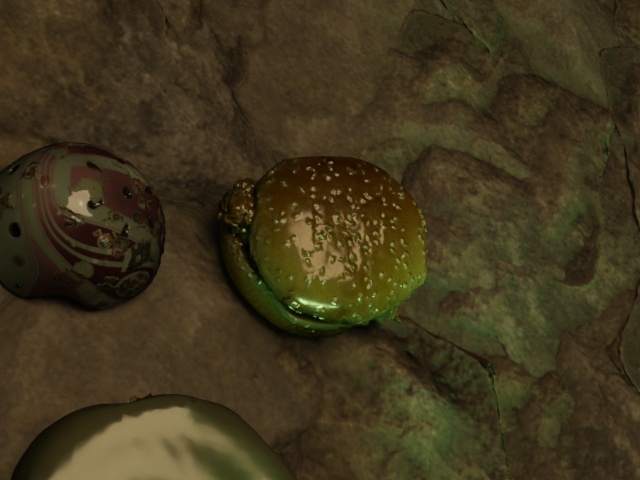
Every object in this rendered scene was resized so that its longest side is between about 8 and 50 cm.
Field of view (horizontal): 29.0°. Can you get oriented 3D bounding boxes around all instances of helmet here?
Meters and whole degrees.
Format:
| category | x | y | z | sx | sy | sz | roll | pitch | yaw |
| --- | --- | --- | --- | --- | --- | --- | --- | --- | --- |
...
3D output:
| category | x | y | z | sx | sy | sz | roll | pitch | yaw |
| --- | --- | --- | --- | --- | --- | --- | --- | --- | --- |
| helmet | -0.215 | -0.026 | 1.143 | 0.177 | 0.107 | 0.153 | 7 | 57 | -30 |

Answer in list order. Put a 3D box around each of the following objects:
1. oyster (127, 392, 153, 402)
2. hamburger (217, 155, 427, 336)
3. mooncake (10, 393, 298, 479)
| category | x | y | z | sx | sy | sz | roll | pitch | yaw |
| --- | --- | --- | --- | --- | --- | --- | --- | --- | --- |
| oyster | -0.128 | 0.184 | 1.125 | 0.132 | 0.029 | 0.086 | 25 | 60 | -25 |
| hamburger | 0.000 | 0.000 | 1.259 | 0.215 | 0.122 | 0.189 | 5 | 63 | -29 |
| mooncake | -0.140 | 0.256 | 0.991 | 0.275 | 0.135 | 0.275 | 9 | 69 | -26 |
